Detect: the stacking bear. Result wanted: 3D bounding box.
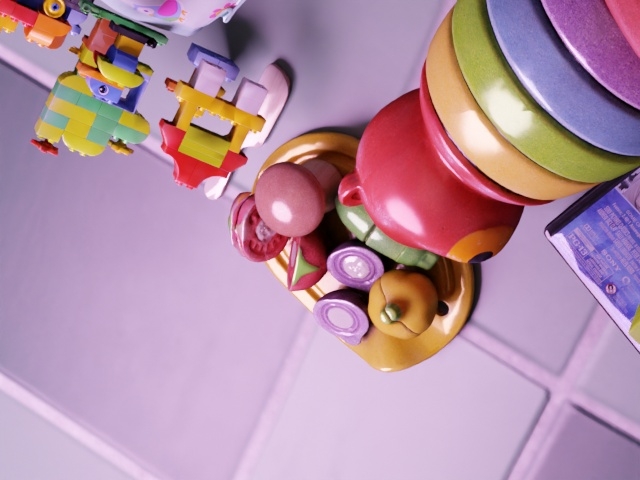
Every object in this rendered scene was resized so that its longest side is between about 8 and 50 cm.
[{"bbox_3d":[0.132,-0.087,1.155,0.289,0.175,0.164,-39,68,40],"label":"stacking bear"}]

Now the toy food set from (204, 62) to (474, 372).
[{"bbox_3d":[0.000,0.000,1.294,0.218,0.071,0.128,43,120,9],"label":"toy food set"}]

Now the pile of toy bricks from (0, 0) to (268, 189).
[{"bbox_3d":[-0.152,-0.101,1.274,0.212,0.118,0.105,23,100,-20],"label":"pile of toy bricks"}]

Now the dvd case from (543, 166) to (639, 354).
[{"bbox_3d":[0.282,-0.009,1.176,0.253,0.022,0.180,-41,85,31],"label":"dvd case"}]

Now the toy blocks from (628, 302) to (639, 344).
[{"bbox_3d":[0.383,0.012,1.002,0.261,0.191,0.381,42,116,-1],"label":"toy blocks"}]

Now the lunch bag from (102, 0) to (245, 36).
[{"bbox_3d":[-0.098,-0.265,1.204,0.262,0.160,0.223,37,125,-27],"label":"lunch bag"}]
